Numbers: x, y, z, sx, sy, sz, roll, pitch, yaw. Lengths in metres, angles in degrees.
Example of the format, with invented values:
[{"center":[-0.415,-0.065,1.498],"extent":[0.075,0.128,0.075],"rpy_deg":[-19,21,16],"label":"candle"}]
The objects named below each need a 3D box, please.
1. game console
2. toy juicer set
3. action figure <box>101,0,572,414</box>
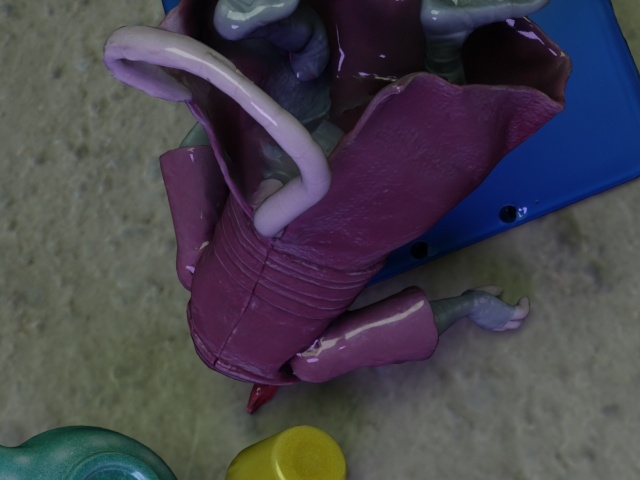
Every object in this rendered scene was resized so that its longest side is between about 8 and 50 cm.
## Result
[{"center":[0.058,-0.127,1.187],"extent":[0.293,0.173,0.250],"rpy_deg":[-21,34,1],"label":"game console"},{"center":[-0.134,0.205,0.972],"extent":[0.329,0.089,0.209],"rpy_deg":[8,61,-25],"label":"toy juicer set"},{"center":[0.000,0.000,0.980],"extent":[0.248,0.370,0.276],"rpy_deg":[31,42,9],"label":"action figure"}]
